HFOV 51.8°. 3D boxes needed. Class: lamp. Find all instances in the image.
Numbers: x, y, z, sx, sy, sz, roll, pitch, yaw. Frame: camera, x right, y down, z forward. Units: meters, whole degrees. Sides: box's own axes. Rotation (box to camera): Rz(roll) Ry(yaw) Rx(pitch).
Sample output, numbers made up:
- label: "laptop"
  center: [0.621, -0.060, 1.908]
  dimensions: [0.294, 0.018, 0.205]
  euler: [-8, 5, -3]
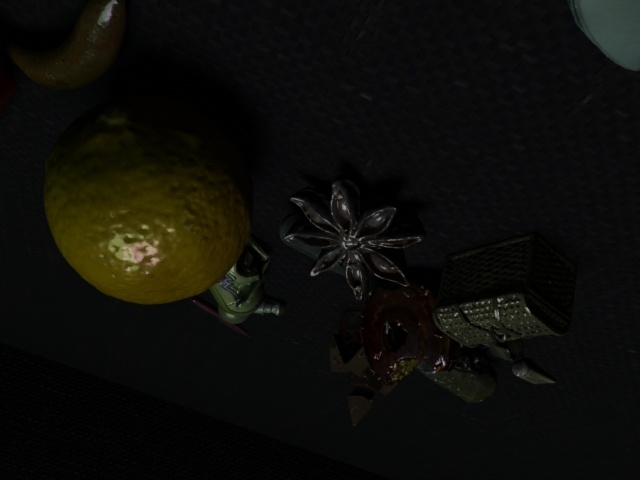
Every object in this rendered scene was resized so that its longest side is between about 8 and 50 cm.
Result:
- label: "lamp"
  center: [-0.166, 0.160, 1.595]
  dimensions: [0.164, 0.090, 0.091]
  euler: [6, 153, -8]

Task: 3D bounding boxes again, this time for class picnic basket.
- label: "picnic basket"
  center: [0.315, 0.100, 1.137]
  dimensions: [0.134, 0.154, 0.196]
  euler: [34, 147, -29]

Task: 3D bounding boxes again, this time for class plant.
- label: "plant"
  center: [0.305, 0.206, 1.346]
  dimensions: [0.203, 0.131, 0.143]
  euler: [-12, 153, 44]

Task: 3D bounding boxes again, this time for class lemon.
- label: "lemon"
  center: [-0.258, -0.059, 1.013]
  dimensions: [0.336, 0.335, 0.336]
  euler: [13, 151, 7]

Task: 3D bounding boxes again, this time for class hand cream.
- label: "hand cream"
  center: [0.501, 0.316, 1.553]
  dimensions: [0.061, 0.039, 0.143]
  euler: [-17, 146, 37]

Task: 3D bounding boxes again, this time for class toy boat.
- label: "toy boat"
  center: [0.313, -0.246, 0.629]
  dimensions: [0.208, 0.078, 0.134]
  euler: [26, 160, -38]

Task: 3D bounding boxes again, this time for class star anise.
- label: "star anise"
  center: [0.065, -0.016, 1.122]
  dimensions: [0.236, 0.109, 0.223]
  euler: [25, 129, 11]

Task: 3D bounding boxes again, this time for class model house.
- label: "model house"
  center: [0.091, 0.310, 1.536]
  dimensions: [0.176, 0.248, 0.181]
  euler: [-8, 142, 39]

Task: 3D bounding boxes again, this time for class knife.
- label: "knife"
  center: [-0.272, 0.217, 1.813]
  dimensions: [0.036, 0.018, 0.247]
  euler: [-8, 144, 34]

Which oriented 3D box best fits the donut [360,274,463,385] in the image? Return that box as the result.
- label: "donut"
  center: [0.181, 0.177, 1.311]
  dimensions: [0.096, 0.216, 0.230]
  euler: [2, 148, -42]

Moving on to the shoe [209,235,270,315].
- label: "shoe"
  center: [-0.177, 0.069, 1.366]
  dimensions: [0.128, 0.140, 0.262]
  euler: [10, 146, 34]

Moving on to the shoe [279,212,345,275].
- label: "shoe"
  center: [0.000, 0.000, 1.241]
  dimensions: [0.195, 0.079, 0.078]
  euler: [27, -174, -31]

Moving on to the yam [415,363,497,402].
- label: "yam"
  center: [0.313, 0.301, 1.551]
  dimensions: [0.194, 0.107, 0.107]
  euler: [33, 148, -24]

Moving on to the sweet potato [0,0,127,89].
- label: "sweet potato"
  center: [-0.361, -0.272, 0.940]
  dimensions: [0.346, 0.079, 0.108]
  euler: [-3, 117, 35]

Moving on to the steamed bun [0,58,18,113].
- label: "steamed bun"
  center: [-0.653, -0.217, 1.014]
  dimensions: [0.248, 0.235, 0.379]
  euler: [41, 151, -22]
